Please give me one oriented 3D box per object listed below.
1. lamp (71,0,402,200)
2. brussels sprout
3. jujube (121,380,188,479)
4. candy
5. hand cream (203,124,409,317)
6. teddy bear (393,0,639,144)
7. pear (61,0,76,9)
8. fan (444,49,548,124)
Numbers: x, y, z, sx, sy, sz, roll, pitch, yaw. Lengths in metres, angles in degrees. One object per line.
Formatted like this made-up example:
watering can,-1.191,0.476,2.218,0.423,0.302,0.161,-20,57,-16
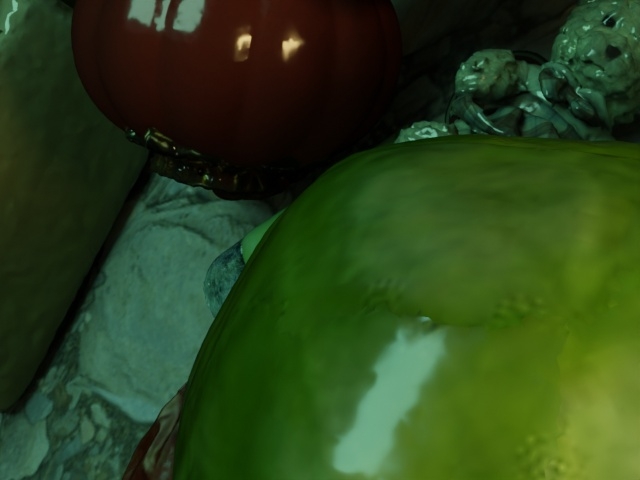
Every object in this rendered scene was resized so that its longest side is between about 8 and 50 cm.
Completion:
lamp,-0.058,-0.129,0.981,0.227,0.227,0.226,-23,49,29
brussels sprout,0.094,0.124,0.566,0.281,0.354,0.289,-10,26,2
jujube,-0.005,0.122,0.779,0.243,0.183,0.183,-50,42,1
candy,-0.261,-0.036,1.120,0.135,0.179,0.320,10,69,46
hand cream,0.000,0.000,0.967,0.175,0.046,0.095,-31,44,13
teddy bear,0.143,-0.068,0.853,0.213,0.133,0.111,-44,-6,-20
pear,-0.285,-0.307,1.236,0.294,0.294,0.294,-23,49,29
fan,0.118,-0.071,0.937,0.085,0.005,0.133,-23,48,28
